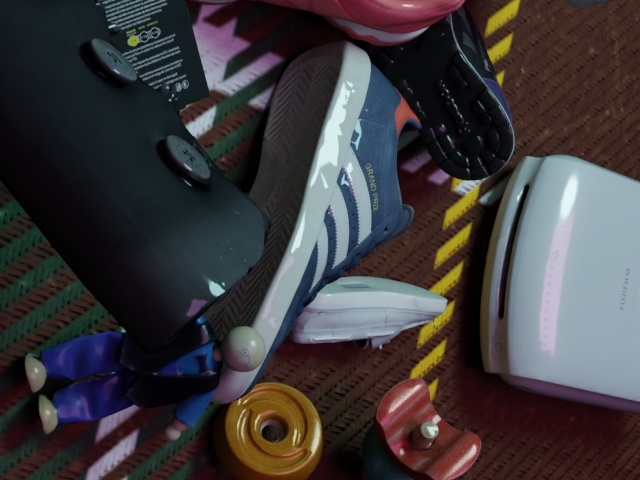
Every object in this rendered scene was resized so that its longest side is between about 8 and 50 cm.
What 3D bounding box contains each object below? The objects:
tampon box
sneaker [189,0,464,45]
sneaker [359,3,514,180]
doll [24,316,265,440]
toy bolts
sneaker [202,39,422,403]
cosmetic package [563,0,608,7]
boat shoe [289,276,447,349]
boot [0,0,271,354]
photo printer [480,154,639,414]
[{"bbox_3d":[-0.178,-0.173,1.207,0.101,0.120,0.161,-27,111,-39],"label":"tampon box"},{"bbox_3d":[-0.013,-0.251,1.316,0.314,0.136,0.116,10,86,-25],"label":"sneaker"},{"bbox_3d":[0.104,-0.198,1.509,0.283,0.107,0.124,67,17,-10],"label":"sneaker"},{"bbox_3d":[-0.137,0.106,1.253,0.189,0.046,0.129,-14,106,-2],"label":"doll"},{"bbox_3d":[0.013,0.223,1.449,0.228,0.158,0.218,-32,74,-26],"label":"toy bolts"},{"bbox_3d":[0.000,0.000,1.382,0.148,0.131,0.350,35,70,-35],"label":"sneaker"},{"bbox_3d":[0.161,-0.380,1.380,0.385,0.156,0.217,23,78,-30],"label":"cosmetic package"},{"bbox_3d":[0.045,0.074,1.481,0.184,0.066,0.063,0,108,-46],"label":"boat shoe"},{"bbox_3d":[-0.226,-0.108,0.966,0.445,0.146,0.367,55,23,-6],"label":"boot"},{"bbox_3d":[0.295,0.049,1.681,0.307,0.107,0.256,16,82,-43],"label":"photo printer"}]
